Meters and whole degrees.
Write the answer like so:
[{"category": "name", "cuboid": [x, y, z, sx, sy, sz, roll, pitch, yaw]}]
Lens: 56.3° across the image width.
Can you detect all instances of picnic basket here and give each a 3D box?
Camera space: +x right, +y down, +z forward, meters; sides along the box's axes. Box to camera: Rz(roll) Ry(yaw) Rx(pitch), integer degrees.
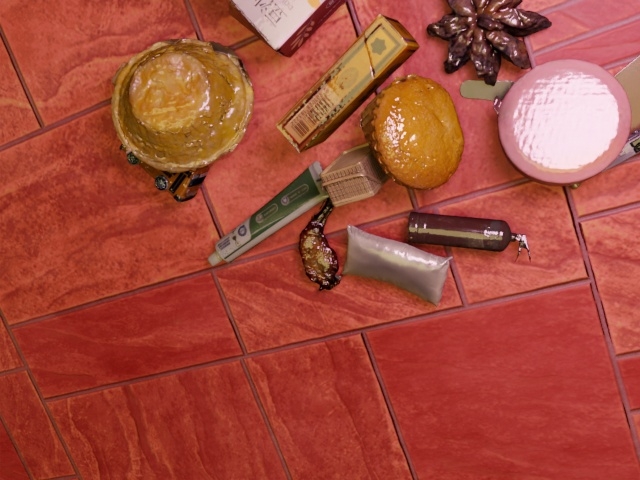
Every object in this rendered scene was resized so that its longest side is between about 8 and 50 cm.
[{"category": "picnic basket", "cuboid": [0.083, -0.148, 1.297, 0.115, 0.164, 0.080, -13, 112, 35]}]

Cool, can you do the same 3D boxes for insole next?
[{"category": "insole", "cuboid": [0.369, -0.310, 1.256, 0.152, 0.002, 0.053, 8, 109, 14]}]

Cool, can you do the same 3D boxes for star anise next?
[{"category": "star anise", "cuboid": [0.329, -0.429, 1.179, 0.235, 0.109, 0.223, 21, 107, 11]}]

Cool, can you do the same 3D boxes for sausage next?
[{"category": "sausage", "cuboid": [-0.121, -0.475, 1.317, 0.169, 0.065, 0.065, 40, 113, 1]}]

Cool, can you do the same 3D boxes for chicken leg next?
[{"category": "chicken leg", "cuboid": [0.000, 0.000, 1.437, 0.105, 0.051, 0.254, 4, 106, 12]}]

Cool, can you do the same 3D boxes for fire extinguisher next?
[{"category": "fire extinguisher", "cuboid": [0.328, -0.007, 1.321, 0.267, 0.072, 0.089, 6, 87, 15]}]

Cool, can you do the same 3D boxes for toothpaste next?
[{"category": "toothpaste", "cuboid": [-0.134, -0.047, 1.457, 0.392, 0.061, 0.099, -34, 66, 22]}]

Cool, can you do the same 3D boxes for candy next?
[{"category": "candy", "cuboid": [0.465, -0.231, 1.175, 0.255, 0.094, 0.256, 0, 90, 18]}]

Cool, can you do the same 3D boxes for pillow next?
[{"category": "pillow", "cuboid": [0.169, 0.061, 1.388, 0.253, 0.078, 0.144, 18, 132, 11]}]

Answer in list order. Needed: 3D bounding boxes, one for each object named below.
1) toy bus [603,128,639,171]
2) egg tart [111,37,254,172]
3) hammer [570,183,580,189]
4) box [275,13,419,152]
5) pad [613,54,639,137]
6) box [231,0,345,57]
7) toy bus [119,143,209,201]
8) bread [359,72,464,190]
[{"category": "toy bus", "cuboid": [0.609, -0.183, 1.194, 0.130, 0.052, 0.037, -32, 94, 29]}, {"category": "egg tart", "cuboid": [-0.318, -0.316, 1.342, 0.340, 0.132, 0.342, -1, 84, 6]}, {"category": "hammer", "cuboid": [0.473, -0.184, 1.258, 0.062, 0.013, 0.199, -40, 92, 23]}, {"category": "box", "cuboid": [0.059, -0.323, 1.241, 0.301, 0.193, 0.084, -42, 92, 23]}, {"category": "pad", "cuboid": [0.694, -0.307, 1.159, 0.181, 0.004, 0.267, 47, 114, -1]}, {"category": "box", "cuboid": [-0.054, -0.632, 1.187, 0.385, 0.122, 0.344, -42, 91, 14]}, {"category": "toy bus", "cuboid": [-0.372, -0.198, 1.461, 0.201, 0.098, 0.114, 43, 111, 3]}, {"category": "bread", "cuboid": [0.188, -0.215, 1.233, 0.139, 0.239, 0.240, -10, 107, 55]}]
